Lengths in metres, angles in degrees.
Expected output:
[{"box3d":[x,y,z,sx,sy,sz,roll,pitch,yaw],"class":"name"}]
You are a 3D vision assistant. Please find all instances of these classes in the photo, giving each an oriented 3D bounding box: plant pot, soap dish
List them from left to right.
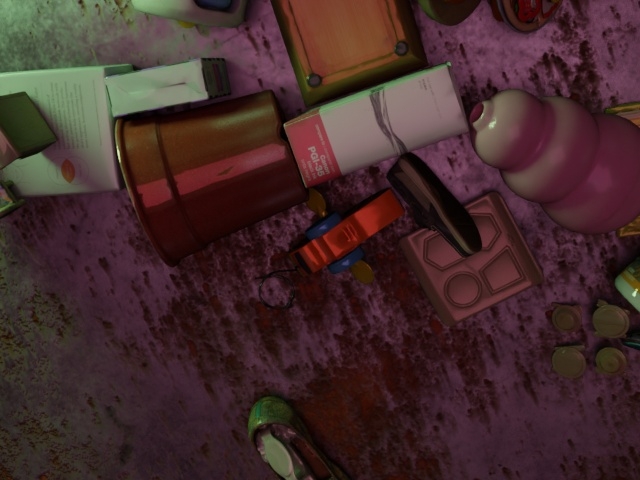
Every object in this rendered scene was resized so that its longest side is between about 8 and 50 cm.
[{"box3d":[-0.172,-0.123,1.514,0.265,0.272,0.272,-18,100,2],"class":"plant pot"},{"box3d":[0.033,-0.398,1.496,0.229,0.118,0.290,-17,99,9],"class":"soap dish"}]

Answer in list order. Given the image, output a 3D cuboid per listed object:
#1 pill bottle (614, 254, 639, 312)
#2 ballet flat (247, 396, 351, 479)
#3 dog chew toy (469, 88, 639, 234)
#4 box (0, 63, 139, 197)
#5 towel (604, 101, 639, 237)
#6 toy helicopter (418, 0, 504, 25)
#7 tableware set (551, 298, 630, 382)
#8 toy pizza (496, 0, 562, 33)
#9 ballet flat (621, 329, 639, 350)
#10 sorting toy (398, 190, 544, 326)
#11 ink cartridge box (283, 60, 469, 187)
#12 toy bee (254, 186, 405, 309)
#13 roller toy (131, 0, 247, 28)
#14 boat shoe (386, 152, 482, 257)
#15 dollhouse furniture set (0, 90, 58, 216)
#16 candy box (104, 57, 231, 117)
[{"box3d":[0.658,0.032,1.508,0.162,0.162,0.278,42,102,-4],"class":"pill bottle"},{"box3d":[-0.026,0.458,1.694,0.123,0.123,0.348,-33,98,12],"class":"ballet flat"},{"box3d":[0.386,-0.141,1.442,0.332,0.206,0.206,23,105,-21],"class":"dog chew toy"},{"box3d":[-0.509,-0.193,1.569,0.345,0.168,0.215,-3,103,6],"class":"box"},{"box3d":[0.564,-0.126,1.556,0.102,0.021,0.237,-6,103,13],"class":"towel"},{"box3d":[0.276,-0.511,1.421,0.140,0.235,0.355,35,98,41],"class":"toy helicopter"},{"box3d":[0.491,0.184,1.609,0.141,0.020,0.168,4,109,28],"class":"tableware set"},{"box3d":[0.357,-0.436,1.432,0.032,0.201,0.201,27,109,44],"class":"toy pizza"},{"box3d":[0.641,0.188,1.602,0.188,0.070,0.070,19,104,-1],"class":"ballet flat"},{"box3d":[0.275,0.034,1.613,0.208,0.038,0.193,-27,98,15],"class":"sorting toy"},{"box3d":[0.098,-0.199,1.487,0.283,0.207,0.117,-18,99,9],"class":"ink cartridge box"},{"box3d":[0.000,0.000,1.588,0.298,0.162,0.195,-14,93,-16],"class":"toy bee"},{"box3d":[-0.218,-0.430,1.475,0.209,0.191,0.146,11,104,3],"class":"roller toy"},{"box3d":[0.198,-0.054,1.562,0.073,0.080,0.223,-45,71,32],"class":"boat shoe"},{"box3d":[-0.573,-0.130,1.420,0.242,0.161,0.212,-31,99,12],"class":"dollhouse furniture set"},{"box3d":[-0.255,-0.265,1.513,0.165,0.196,0.070,-10,101,8],"class":"candy box"}]
